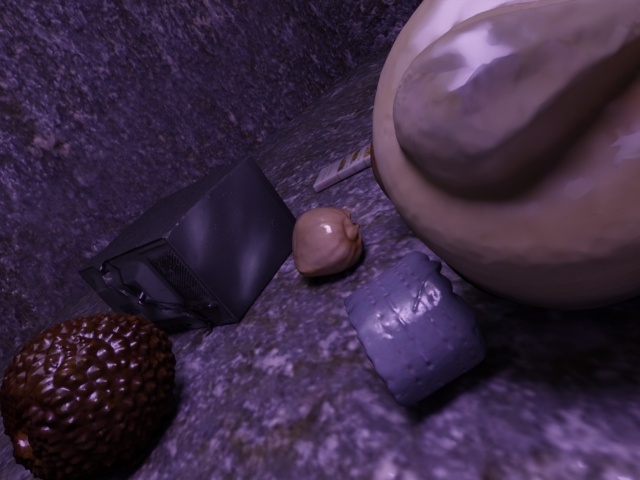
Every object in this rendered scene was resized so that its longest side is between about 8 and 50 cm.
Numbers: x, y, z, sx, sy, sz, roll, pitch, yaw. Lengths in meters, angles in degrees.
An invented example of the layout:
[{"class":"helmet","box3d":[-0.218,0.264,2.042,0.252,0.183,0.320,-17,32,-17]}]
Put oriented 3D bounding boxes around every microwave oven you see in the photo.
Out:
[{"class":"microwave oven","box3d":[-0.318,0.034,1.128,0.432,0.236,0.374,-16,29,41]}]

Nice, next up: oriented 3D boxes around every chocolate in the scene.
[{"class":"chocolate","box3d":[0.211,-0.107,0.402,0.314,0.297,0.326,35,90,28]}]

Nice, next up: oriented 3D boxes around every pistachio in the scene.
[{"class":"pistachio","box3d":[0.000,0.000,0.885,0.145,0.117,0.200,-46,22,-14]}]

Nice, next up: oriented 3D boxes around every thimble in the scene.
[{"class":"thimble","box3d":[0.103,0.094,0.516,0.118,0.127,0.151,-32,22,4]}]

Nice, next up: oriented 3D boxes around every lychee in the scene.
[{"class":"lychee","box3d":[-0.358,0.241,0.754,0.267,0.267,0.267,-30,22,13]}]

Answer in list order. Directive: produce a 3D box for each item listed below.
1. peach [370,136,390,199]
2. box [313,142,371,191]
[{"class":"peach","box3d":[0.220,-0.160,0.704,0.292,0.247,0.292,-32,33,24]},{"class":"box","box3d":[0.086,-0.217,1.336,0.220,0.032,0.122,-24,23,28]}]
